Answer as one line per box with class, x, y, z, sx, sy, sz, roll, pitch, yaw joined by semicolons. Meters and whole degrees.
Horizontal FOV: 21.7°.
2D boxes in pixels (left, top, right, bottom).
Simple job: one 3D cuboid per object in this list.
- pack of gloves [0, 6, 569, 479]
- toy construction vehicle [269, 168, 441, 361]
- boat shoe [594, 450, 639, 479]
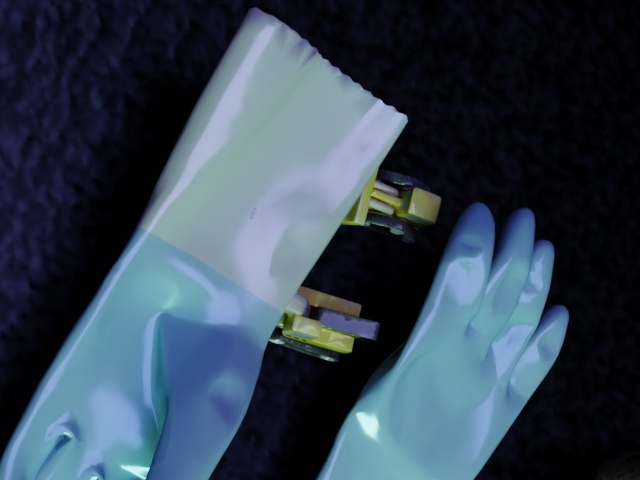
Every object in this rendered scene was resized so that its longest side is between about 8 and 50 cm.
pack of gloves;0.000;0.063;0.627;0.195;0.046;0.232;33;81;-28
toy construction vehicle;0.000;0.000;0.669;0.098;0.035;0.086;22;76;-24
boat shoe;0.228;0.152;0.742;0.257;0.095;0.095;10;87;-26
